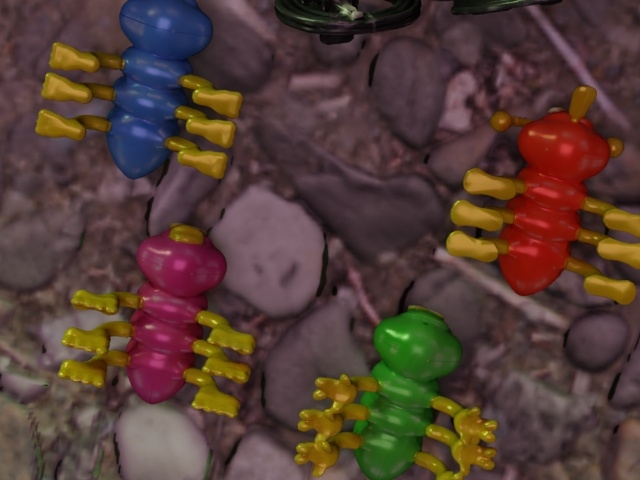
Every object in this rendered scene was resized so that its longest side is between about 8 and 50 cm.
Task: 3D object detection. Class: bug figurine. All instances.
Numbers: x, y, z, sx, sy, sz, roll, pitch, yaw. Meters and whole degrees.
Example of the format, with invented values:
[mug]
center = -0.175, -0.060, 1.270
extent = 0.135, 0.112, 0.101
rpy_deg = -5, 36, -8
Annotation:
[bug figurine]
center = 0.000, 0.000, 0.803
extent = 0.279, 0.072, 0.216
rpy_deg = 18, 104, -3

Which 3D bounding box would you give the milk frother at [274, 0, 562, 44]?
[milk frother]
center = 0.049, -0.160, 0.731
extent = 0.129, 0.143, 0.135
rpy_deg = -1, 105, 48
